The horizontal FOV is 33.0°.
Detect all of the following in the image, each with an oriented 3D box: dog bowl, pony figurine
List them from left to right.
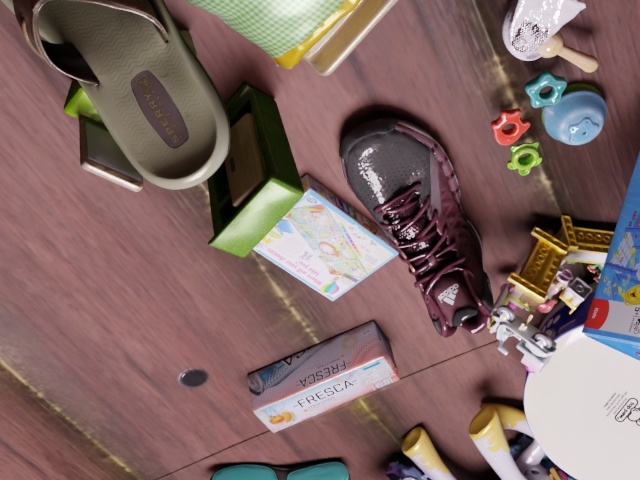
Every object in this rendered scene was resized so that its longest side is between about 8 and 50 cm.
[{"bbox_3d":[0.256,0.408,1.535,0.363,0.302,0.351,37,109,-21],"label":"pony figurine"},{"bbox_3d":[0.389,0.184,1.341,0.265,0.104,0.264,9,119,16],"label":"dog bowl"}]

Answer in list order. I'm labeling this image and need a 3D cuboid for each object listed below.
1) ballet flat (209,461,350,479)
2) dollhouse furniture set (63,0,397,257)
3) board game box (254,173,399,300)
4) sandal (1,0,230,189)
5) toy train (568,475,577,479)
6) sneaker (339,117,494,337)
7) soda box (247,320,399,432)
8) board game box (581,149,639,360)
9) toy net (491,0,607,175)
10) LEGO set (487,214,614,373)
[{"bbox_3d":[-0.058,0.354,1.518,0.203,0.074,0.074,-2,134,-15],"label":"ballet flat"},{"bbox_3d":[-0.067,-0.161,0.946,0.198,0.151,0.301,25,124,-32],"label":"dollhouse furniture set"},{"bbox_3d":[0.000,0.000,1.210,0.103,0.026,0.154,-37,131,22],"label":"board game box"},{"bbox_3d":[-0.181,-0.174,0.867,0.120,0.086,0.302,-39,89,16],"label":"sandal"},{"bbox_3d":[0.408,0.338,1.426,0.184,0.105,0.080,-4,93,-29],"label":"toy train"},{"bbox_3d":[0.122,0.003,1.144,0.106,0.162,0.281,-28,134,15],"label":"sneaker"},{"bbox_3d":[0.003,0.172,1.355,0.183,0.063,0.058,-24,134,10],"label":"soda box"},{"bbox_3d":[0.451,0.011,1.155,0.308,0.086,0.301,24,81,-32],"label":"board game box"},{"bbox_3d":[0.217,-0.170,1.084,0.122,0.045,0.232,-19,134,9],"label":"toy net"},{"bbox_3d":[0.289,0.052,1.272,0.287,0.132,0.107,-27,158,-34],"label":"LEGO set"}]
